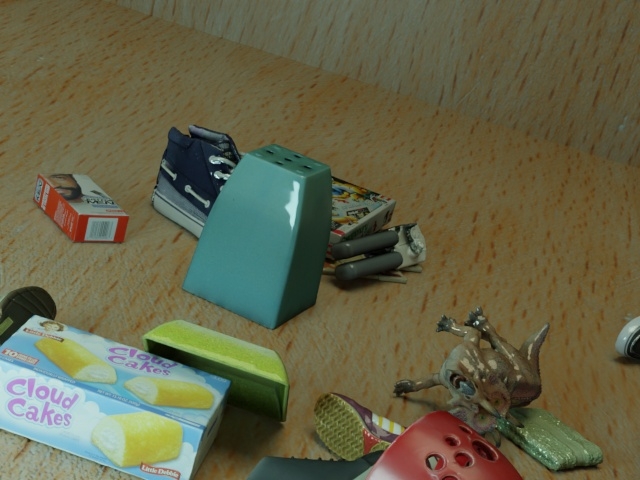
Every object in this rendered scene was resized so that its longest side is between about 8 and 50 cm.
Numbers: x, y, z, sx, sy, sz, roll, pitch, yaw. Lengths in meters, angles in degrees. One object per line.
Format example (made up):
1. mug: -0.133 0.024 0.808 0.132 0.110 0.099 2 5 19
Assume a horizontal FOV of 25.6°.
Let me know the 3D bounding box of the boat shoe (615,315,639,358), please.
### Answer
1. boat shoe: 0.601 0.180 2.428 0.228 0.080 0.076 8 18 -45

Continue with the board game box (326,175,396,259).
1. board game box: -0.001 -0.054 2.568 0.193 0.053 0.305 21 20 15

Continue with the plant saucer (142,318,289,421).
1. plant saucer: -0.123 0.158 1.764 0.188 0.045 0.188 18 -22 4

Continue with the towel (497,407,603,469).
1. towel: 0.319 0.277 1.993 0.110 0.027 0.148 0 25 -37

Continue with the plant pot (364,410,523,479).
1. plant pot: 0.149 0.306 1.530 0.174 0.191 0.191 31 24 29

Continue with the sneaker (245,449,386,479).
1. sneaker: 0.007 0.277 1.652 0.118 0.083 0.222 26 22 26

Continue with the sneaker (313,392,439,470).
1. sneaker: 0.073 0.257 1.803 0.185 0.070 0.084 36 18 30

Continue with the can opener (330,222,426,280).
1. can opener: 0.100 0.022 2.450 0.093 0.074 0.280 -12 1 32

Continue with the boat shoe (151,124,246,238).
1. boat shoe: -0.152 -0.079 2.367 0.340 0.158 0.127 27 26 33

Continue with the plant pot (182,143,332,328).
1. plant pot: -0.080 -0.018 2.165 0.165 0.234 0.165 23 21 18

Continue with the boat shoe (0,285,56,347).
1. boat shoe: -0.406 0.116 1.775 0.068 0.072 0.190 53 29 -2

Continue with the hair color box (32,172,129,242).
1. hair color box: -0.390 -0.054 2.287 0.093 0.053 0.167 0 24 -37

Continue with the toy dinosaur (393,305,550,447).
1. toy dinosaur: 0.245 0.199 1.976 0.295 0.127 0.200 -8 31 -40

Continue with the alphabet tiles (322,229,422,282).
1. alphabet tiles: 0.000 0.000 2.520 0.342 0.011 0.285 7 21 -25

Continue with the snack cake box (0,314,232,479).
1. snack cake box: -0.253 0.190 1.672 0.264 0.089 0.152 18 20 4
